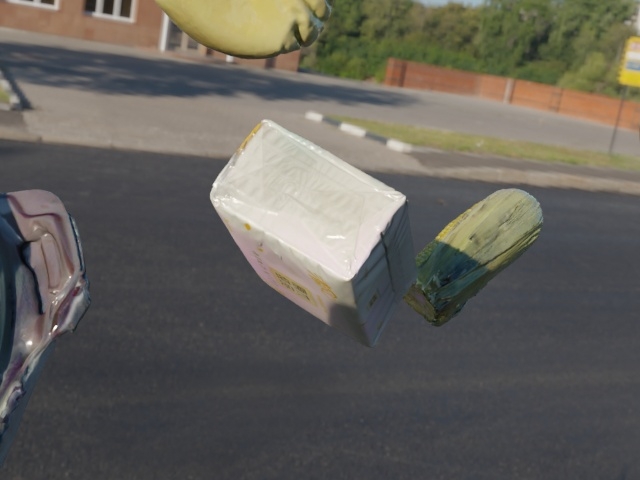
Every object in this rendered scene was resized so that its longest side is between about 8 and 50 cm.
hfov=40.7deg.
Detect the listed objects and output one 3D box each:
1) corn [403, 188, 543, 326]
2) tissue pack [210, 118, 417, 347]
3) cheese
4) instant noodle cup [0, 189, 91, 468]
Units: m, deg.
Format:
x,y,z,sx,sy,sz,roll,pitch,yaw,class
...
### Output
x,y,z,sx,sy,sz,roll,pitch,yaw,class
0.244,0.023,1.377,0.305,0.122,0.123,-39,2,-31,corn
0.000,0.000,0.959,0.185,0.124,0.225,29,-16,20,tissue pack
-0.086,-0.318,0.985,0.226,0.214,0.117,11,9,-19,cheese
-0.269,0.029,0.332,0.258,0.302,0.181,53,-2,35,instant noodle cup
